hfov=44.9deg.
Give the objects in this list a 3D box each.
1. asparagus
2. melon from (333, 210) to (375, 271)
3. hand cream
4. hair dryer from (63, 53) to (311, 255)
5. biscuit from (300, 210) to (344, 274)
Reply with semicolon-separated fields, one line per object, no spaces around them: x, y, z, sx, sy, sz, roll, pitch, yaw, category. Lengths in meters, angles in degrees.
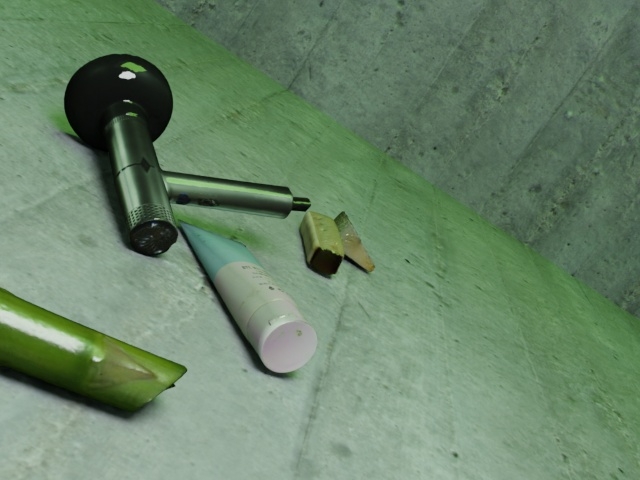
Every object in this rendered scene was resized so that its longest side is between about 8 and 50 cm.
-0.239;0.078;0.624;0.278;0.060;0.067;28;-2;-19;asparagus
0.052;-0.012;1.442;0.098;0.054;0.182;44;9;-21;melon
-0.099;0.055;0.977;0.111;0.070;0.312;22;12;-31;hand cream
-0.190;-0.091;1.097;0.284;0.155;0.320;16;33;-46;hair dryer
0.000;0.000;1.308;0.056;0.052;0.188;19;17;-12;biscuit
